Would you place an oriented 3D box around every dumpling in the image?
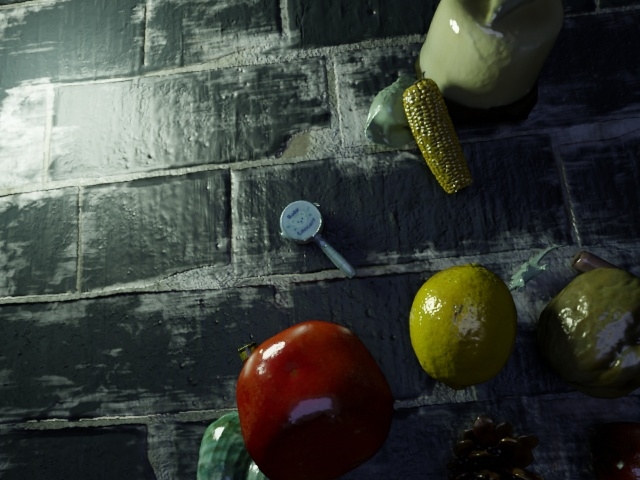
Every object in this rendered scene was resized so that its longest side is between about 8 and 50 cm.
[{"bbox_3d":[0.209,-0.345,1.111,0.153,0.108,0.219,31,86,12],"label":"dumpling"}]

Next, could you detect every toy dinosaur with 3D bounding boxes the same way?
[{"bbox_3d":[0.511,0.068,1.006,0.209,0.082,0.039,-38,81,-4],"label":"toy dinosaur"}]

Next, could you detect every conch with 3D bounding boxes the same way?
[{"bbox_3d":[-0.168,0.533,0.950,0.278,0.195,0.220,11,49,33],"label":"conch"}]

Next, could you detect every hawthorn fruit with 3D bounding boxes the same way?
[{"bbox_3d":[0.682,0.465,0.868,0.194,0.157,0.156,2,79,10],"label":"hawthorn fruit"}]

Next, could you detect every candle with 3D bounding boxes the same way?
[{"bbox_3d":[-0.157,0.323,1.043,0.052,0.052,0.130,-29,79,0],"label":"candle"}]

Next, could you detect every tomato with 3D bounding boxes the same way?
[{"bbox_3d":[-0.013,0.343,0.898,0.326,0.289,0.292,-18,50,0],"label":"tomato"}]

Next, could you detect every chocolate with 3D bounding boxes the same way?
[{"bbox_3d":[0.414,-0.489,1.013,0.315,0.297,0.325,-4,77,0],"label":"chocolate"}]

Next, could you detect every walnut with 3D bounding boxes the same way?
[{"bbox_3d":[0.605,0.194,0.897,0.227,0.283,0.283,44,85,-18],"label":"walnut"}]

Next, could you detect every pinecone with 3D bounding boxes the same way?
[{"bbox_3d":[0.370,0.511,0.876,0.203,0.201,0.228,9,105,22],"label":"pinecone"}]

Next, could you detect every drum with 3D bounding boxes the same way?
[{"bbox_3d":[-0.018,0.010,1.092,0.130,0.049,0.253,-29,77,0],"label":"drum"}]

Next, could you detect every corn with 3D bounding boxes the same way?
[{"bbox_3d":[0.291,-0.266,1.054,0.102,0.101,0.310,-25,103,1],"label":"corn"}]

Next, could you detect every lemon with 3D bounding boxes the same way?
[{"bbox_3d":[0.317,0.186,0.930,0.236,0.235,0.263,-2,58,6],"label":"lemon"}]

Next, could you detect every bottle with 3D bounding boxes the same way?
[{"bbox_3d":[0.683,0.078,0.999,0.140,0.053,0.053,31,83,12],"label":"bottle"}]
